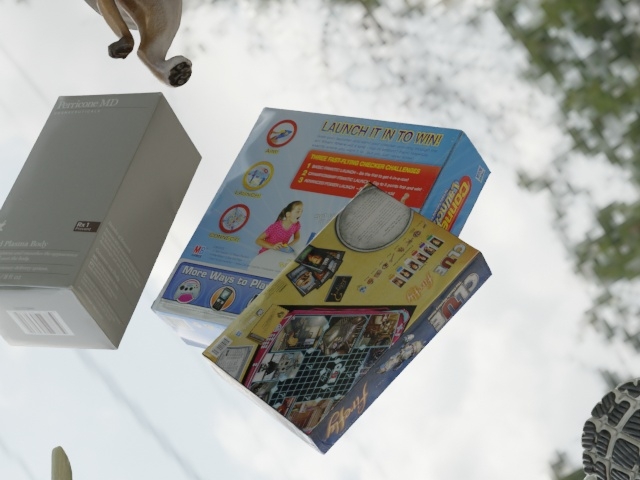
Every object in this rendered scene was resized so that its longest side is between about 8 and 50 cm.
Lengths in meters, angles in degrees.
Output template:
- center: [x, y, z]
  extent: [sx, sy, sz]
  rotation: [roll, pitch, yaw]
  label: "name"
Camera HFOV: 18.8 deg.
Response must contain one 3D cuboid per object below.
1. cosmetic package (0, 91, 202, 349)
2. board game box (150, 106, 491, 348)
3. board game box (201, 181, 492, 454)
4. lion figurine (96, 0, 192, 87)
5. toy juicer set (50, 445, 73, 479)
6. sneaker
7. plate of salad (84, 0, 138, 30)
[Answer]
- center: [-0.215, -0.020, 1.773]
  extent: [0.107, 0.127, 0.238]
  rotation: [58, -140, -45]
  label: "cosmetic package"
- center: [0.000, 0.000, 2.251]
  extent: [0.086, 0.308, 0.302]
  rotation: [50, -120, -44]
  label: "board game box"
- center: [0.025, 0.071, 1.862]
  extent: [0.165, 0.243, 0.042]
  rotation: [34, 164, 39]
  label: "board game box"
- center: [-0.108, -0.312, 1.961]
  extent: [0.392, 0.142, 0.240]
  rotation: [-29, -135, -26]
  label: "lion figurine"
- center: [-0.257, 0.401, 1.943]
  extent: [0.209, 0.089, 0.329]
  rotation: [-91, -12, -66]
  label: "toy juicer set"
- center: [0.343, 0.236, 2.064]
  extent: [0.107, 0.279, 0.118]
  rotation: [34, -135, 27]
  label: "sneaker"
- center: [-0.228, -0.313, 2.049]
  extent: [0.200, 0.048, 0.200]
  rotation: [31, -132, -42]
  label: "plate of salad"
